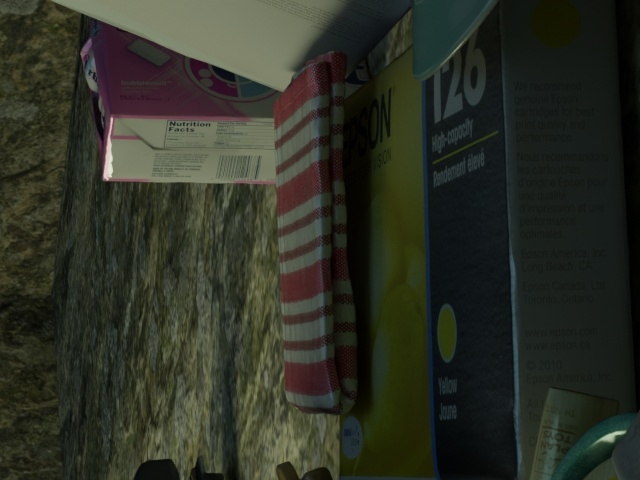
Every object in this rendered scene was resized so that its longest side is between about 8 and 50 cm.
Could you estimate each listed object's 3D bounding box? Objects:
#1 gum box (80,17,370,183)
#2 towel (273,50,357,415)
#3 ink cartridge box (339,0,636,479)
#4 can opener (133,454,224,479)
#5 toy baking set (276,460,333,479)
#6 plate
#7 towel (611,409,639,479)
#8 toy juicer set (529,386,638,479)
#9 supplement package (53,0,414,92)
[{"bbox_3d":[-0.064,-0.096,1.214,0.062,0.188,0.107,104,161,-44],"label":"gum box"},{"bbox_3d":[0.000,0.000,1.022,0.144,0.029,0.197,161,107,-81],"label":"towel"},{"bbox_3d":[0.069,-0.030,0.912,0.303,0.072,0.307,149,119,-75],"label":"ink cartridge box"},{"bbox_3d":[-0.112,0.307,1.587,0.283,0.095,0.076,-103,19,-47],"label":"can opener"},{"bbox_3d":[0.025,0.243,1.093,0.197,0.030,0.256,-147,42,-73],"label":"toy baking set"},{"bbox_3d":[0.080,-0.157,0.792,0.188,0.024,0.188,-59,8,14],"label":"plate"},{"bbox_3d":[0.164,0.025,0.277,0.282,0.049,0.187,-46,33,25],"label":"towel"},{"bbox_3d":[0.103,0.091,0.611,0.329,0.089,0.209,137,141,-62],"label":"toy juicer set"},{"bbox_3d":[-0.040,-0.201,1.045,0.203,0.194,0.149,141,148,-72],"label":"supplement package"}]
